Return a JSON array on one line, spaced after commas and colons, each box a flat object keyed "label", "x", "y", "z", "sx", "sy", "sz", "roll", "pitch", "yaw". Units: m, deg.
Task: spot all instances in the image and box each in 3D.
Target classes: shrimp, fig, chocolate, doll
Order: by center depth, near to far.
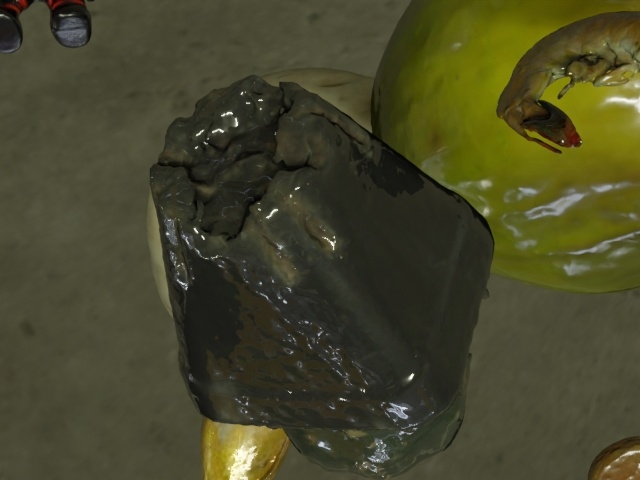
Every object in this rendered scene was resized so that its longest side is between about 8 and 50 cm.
[{"label": "shrimp", "x": 0.172, "y": -0.086, "z": 0.908, "sx": 0.178, "sy": 0.124, "sz": 0.034, "roll": 15, "pitch": 136, "yaw": 42}, {"label": "chocolate", "x": -0.052, "y": 0.127, "z": 1.250, "sx": 0.085, "sy": 0.085, "sz": 0.219, "roll": 10, "pitch": 80, "yaw": 18}, {"label": "fig", "x": 0.194, "y": -0.110, "z": 1.329, "sx": 0.343, "sy": 0.343, "sz": 0.343, "roll": 5, "pitch": 104, "yaw": 19}, {"label": "doll", "x": -0.248, "y": -0.262, "z": 1.470, "sx": 0.127, "sy": 0.249, "sz": 0.088, "roll": 11, "pitch": 136, "yaw": -25}]

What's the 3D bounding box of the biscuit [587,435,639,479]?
[{"label": "biscuit", "x": 0.436, "y": 0.429, "z": 1.951, "sx": 0.432, "sy": 0.064, "sz": 0.283, "roll": 36, "pitch": 106, "yaw": -8}]

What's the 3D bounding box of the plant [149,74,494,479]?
[{"label": "plant", "x": 0.003, "y": 0.026, "z": 0.909, "sx": 0.164, "sy": 0.142, "sz": 0.256, "roll": 0, "pitch": 141, "yaw": 24}]

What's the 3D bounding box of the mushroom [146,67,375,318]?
[{"label": "mushroom", "x": 0.000, "y": 0.011, "z": 1.751, "sx": 0.353, "sy": 0.353, "sz": 0.325, "roll": -26, "pitch": 59, "yaw": 24}]
